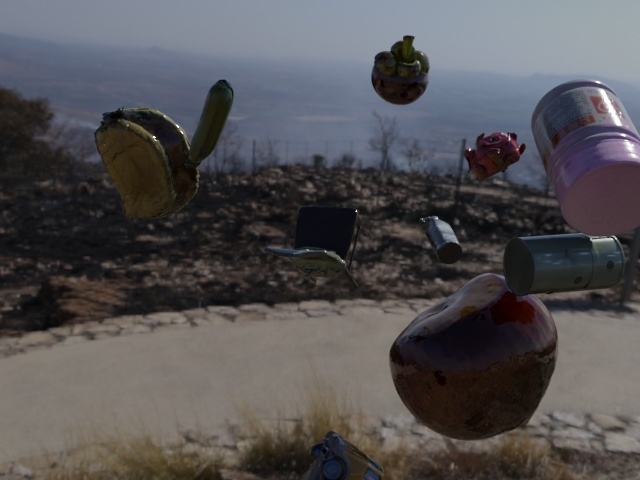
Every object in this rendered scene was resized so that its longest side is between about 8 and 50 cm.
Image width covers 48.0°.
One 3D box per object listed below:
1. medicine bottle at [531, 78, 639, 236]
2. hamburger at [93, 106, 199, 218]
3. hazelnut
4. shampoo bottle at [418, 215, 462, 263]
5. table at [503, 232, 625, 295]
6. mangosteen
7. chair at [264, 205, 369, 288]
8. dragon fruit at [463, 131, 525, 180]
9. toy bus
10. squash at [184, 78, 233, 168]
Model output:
[{"bbox_3d":[0.577,-0.182,1.528,0.202,0.202,0.315,4,41,-2],"label":"medicine bottle"},{"bbox_3d":[-0.404,-0.189,1.731,0.211,0.308,0.132,-1,33,16],"label":"hamburger"},{"bbox_3d":[0.367,0.278,1.712,0.409,0.359,0.359,-27,20,-7],"label":"hazelnut"},{"bbox_3d":[0.280,-0.010,1.690,0.064,0.057,0.207,21,18,-10],"label":"shampoo bottle"},{"bbox_3d":[0.517,0.048,1.531,0.220,0.126,0.126,-3,16,-15],"label":"table"},{"bbox_3d":[0.211,-0.423,1.808,0.156,0.145,0.181,-30,-3,-27],"label":"mangosteen"},{"bbox_3d":[0.000,0.000,1.746,0.160,0.186,0.319,6,-17,22],"label":"chair"},{"bbox_3d":[0.326,-0.170,1.367,0.112,0.068,0.126,-36,15,6],"label":"dragon fruit"},{"bbox_3d":[0.027,0.471,1.313,0.136,0.209,0.126,28,-7,-8],"label":"toy bus"},{"bbox_3d":[-0.204,-0.209,1.321,0.052,0.183,0.052,23,22,-10],"label":"squash"}]
